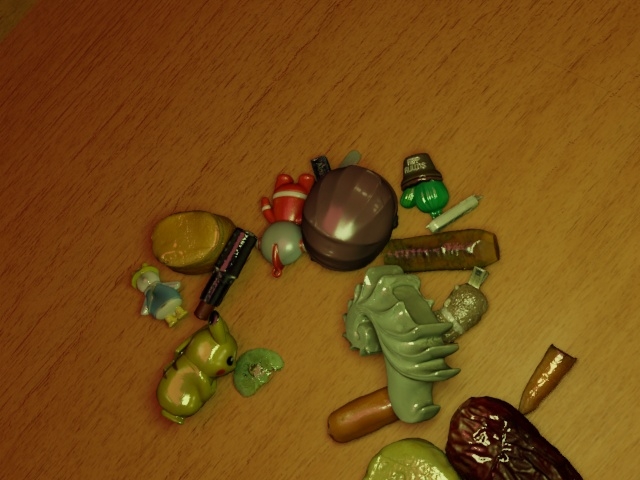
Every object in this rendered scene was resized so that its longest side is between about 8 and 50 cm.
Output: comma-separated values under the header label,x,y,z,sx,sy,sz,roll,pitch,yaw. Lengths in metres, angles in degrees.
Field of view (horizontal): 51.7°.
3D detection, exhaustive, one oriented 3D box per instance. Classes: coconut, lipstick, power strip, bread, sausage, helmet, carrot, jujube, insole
label,x,y,z,sx,sy,sz,roll,pitch,yaw
coconut,-0.195,0.374,1.908,0.133,0.055,0.158,34,85,24
lipstick,0.038,-0.107,1.978,0.051,0.051,0.312,-20,70,7
power strip,0.374,-0.075,1.831,0.191,0.047,0.030,-31,72,-11
bread,-0.389,0.004,2.048,0.269,0.142,0.195,-9,73,19
lipstick,-0.286,0.102,1.964,0.081,0.081,0.300,29,92,25
sausage,0.123,0.457,1.747,0.238,0.098,0.098,-26,66,8
helmet,0.081,-0.088,1.847,0.271,0.197,0.338,27,76,10
carrot,0.549,0.356,1.639,0.072,0.072,0.205,33,88,26
bread,0.230,0.620,1.624,0.270,0.148,0.270,-7,67,16
carrot,0.329,0.033,1.801,0.302,0.114,0.114,-6,71,21
jujube,0.454,0.517,1.548,0.342,0.216,0.216,35,87,15
insole,0.056,-0.202,2.032,0.064,0.004,0.188,40,89,25

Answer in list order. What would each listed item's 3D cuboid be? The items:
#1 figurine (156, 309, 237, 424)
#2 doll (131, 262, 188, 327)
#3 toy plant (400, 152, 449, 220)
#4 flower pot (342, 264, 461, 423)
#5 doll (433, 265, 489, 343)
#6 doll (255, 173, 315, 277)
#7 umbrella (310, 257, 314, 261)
label,x,y,z,sx,sy,sz,roll,pitch,yaw
figurine,-0.345,0.358,1.905,0.169,0.218,0.327,39,88,-2
doll,-0.512,0.163,2.068,0.241,0.099,0.135,46,114,27
toy plant,0.288,-0.144,1.878,0.143,0.105,0.200,-15,79,21
flower pot,0.209,0.253,1.678,0.367,0.164,0.254,55,132,39
doll,0.376,0.174,1.739,0.115,0.105,0.221,34,83,36
doll,-0.098,-0.045,1.989,0.200,0.105,0.336,1,66,19
umbrella,0.002,0.001,1.971,0.036,0.031,0.133,16,80,23
